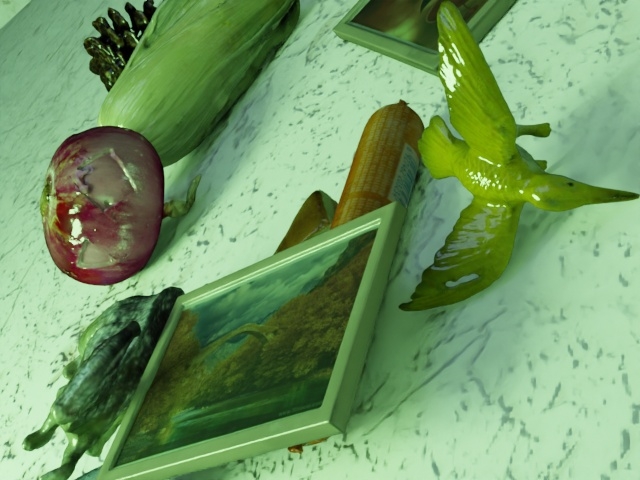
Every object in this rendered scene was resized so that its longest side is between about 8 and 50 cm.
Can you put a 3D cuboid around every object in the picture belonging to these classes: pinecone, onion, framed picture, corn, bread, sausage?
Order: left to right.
[{"bbox_3d":[-0.232,-0.036,1.232,0.177,0.153,0.177,-33,40,33],"label":"onion"},{"bbox_3d":[-0.213,-0.252,1.506,0.165,0.162,0.163,-35,20,-19],"label":"pinecone"},{"bbox_3d":[-0.145,-0.221,1.378,0.123,0.122,0.305,27,74,28],"label":"corn"},{"bbox_3d":[-0.051,0.079,0.793,0.250,0.016,0.184,-22,36,42],"label":"framed picture"},{"bbox_3d":[0.000,0.000,0.921,0.062,0.043,0.109,-17,38,52],"label":"bread"},{"bbox_3d":[0.027,0.012,0.848,0.053,0.053,0.347,-25,34,40],"label":"sausage"},{"bbox_3d":[0.132,-0.264,1.123,0.211,0.020,0.289,-47,24,1],"label":"framed picture"}]

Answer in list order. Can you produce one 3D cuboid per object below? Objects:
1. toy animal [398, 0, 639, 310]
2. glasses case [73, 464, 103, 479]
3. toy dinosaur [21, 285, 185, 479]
[{"bbox_3d":[0.130,-0.052,0.742,0.155,0.219,0.095,4,26,15],"label":"toy animal"},{"bbox_3d":[-0.225,0.261,0.882,0.282,0.067,0.109,-34,31,25],"label":"glasses case"},{"bbox_3d":[-0.173,0.112,0.946,0.162,0.077,0.294,-50,11,15],"label":"toy dinosaur"}]
